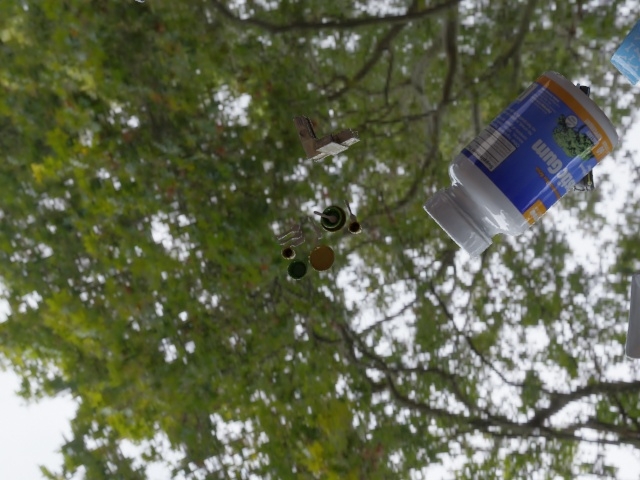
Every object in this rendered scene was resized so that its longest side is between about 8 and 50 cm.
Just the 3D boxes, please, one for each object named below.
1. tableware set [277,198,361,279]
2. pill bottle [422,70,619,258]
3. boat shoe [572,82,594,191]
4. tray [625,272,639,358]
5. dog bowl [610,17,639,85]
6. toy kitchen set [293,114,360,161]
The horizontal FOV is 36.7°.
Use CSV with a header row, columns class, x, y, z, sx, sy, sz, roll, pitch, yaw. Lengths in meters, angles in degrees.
class,x,y,z,sx,sy,sz,roll,pitch,yaw
tableware set,0.000,0.000,1.687,0.154,0.024,0.104,-27,-108,11
pill bottle,0.286,-0.103,1.413,0.272,0.152,0.152,-44,-135,6
boat shoe,0.556,-0.217,2.039,0.069,0.227,0.081,6,-175,16
tray,0.638,0.131,1.625,0.271,0.145,0.030,3,-177,-10
dog bowl,0.676,-0.445,1.887,0.074,0.297,0.166,37,-156,7
toy kitchen set,0.003,-0.176,1.528,0.083,0.068,0.075,-24,-100,21
